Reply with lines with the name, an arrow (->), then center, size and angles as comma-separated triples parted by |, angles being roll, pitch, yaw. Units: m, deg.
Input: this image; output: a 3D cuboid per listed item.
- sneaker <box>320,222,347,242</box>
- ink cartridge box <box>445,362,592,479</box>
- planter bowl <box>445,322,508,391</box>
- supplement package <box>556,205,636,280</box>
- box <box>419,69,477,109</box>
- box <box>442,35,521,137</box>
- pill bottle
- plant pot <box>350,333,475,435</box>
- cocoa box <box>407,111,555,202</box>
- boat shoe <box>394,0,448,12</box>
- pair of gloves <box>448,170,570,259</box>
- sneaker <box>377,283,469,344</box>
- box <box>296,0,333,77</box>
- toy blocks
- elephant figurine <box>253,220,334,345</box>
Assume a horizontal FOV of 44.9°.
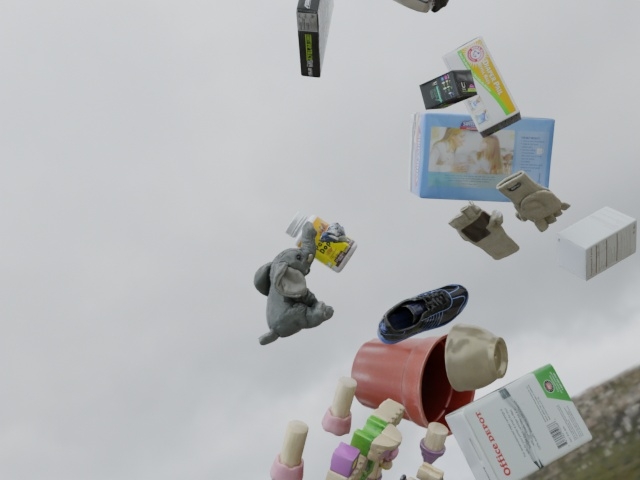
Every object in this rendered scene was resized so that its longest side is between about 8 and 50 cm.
sneaker -> 0.035, -0.024, 2.252 | 0.052, 0.058, 0.135 | -5, -5, 22
ink cartridge box -> 0.350, 0.334, 1.380 | 0.208, 0.153, 0.087 | -20, -15, -22
planter bowl -> 0.375, 0.276, 1.820 | 0.109, 0.162, 0.162 | -4, -10, 33
supplement package -> 0.710, 0.006, 1.993 | 0.179, 0.105, 0.105 | -26, -55, -18
box -> 0.240, -0.283, 1.455 | 0.062, 0.052, 0.083 | -13, -3, -43
box -> 0.379, -0.358, 1.818 | 0.103, 0.203, 0.114 | -27, -8, 15
pill bottle -> 0.000, 0.000, 2.414 | 0.117, 0.215, 0.117 | -57, -1, -1
plant pot -> 0.245, 0.382, 2.138 | 0.265, 0.272, 0.272 | 0, -1, 43
cocoa box -> 0.425, -0.228, 2.094 | 0.347, 0.231, 0.228 | 2, 10, -2
boat shoe -> 0.097, -0.563, 1.456 | 0.158, 0.340, 0.127 | 95, -159, -52
pair of gloves -> 0.433, -0.058, 1.797 | 0.204, 0.042, 0.240 | 29, -49, -28
sneaker -> 0.231, 0.153, 1.693 | 0.232, 0.081, 0.090 | -27, -21, -14
box -> -0.007, -0.431, 1.434 | 0.045, 0.184, 0.191 | 6, -24, 4
toy blocks -> 0.083, 0.485, 1.550 | 0.288, 0.309, 0.260 | -26, -47, -59
elephant figurine -> -0.078, 0.099, 1.870 | 0.169, 0.239, 0.186 | -18, 4, 23
